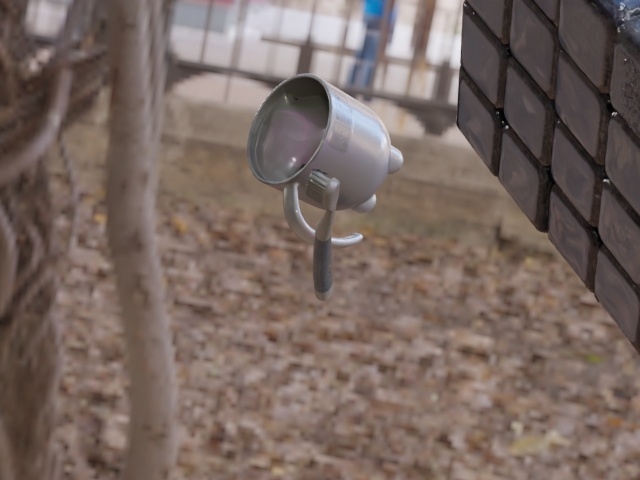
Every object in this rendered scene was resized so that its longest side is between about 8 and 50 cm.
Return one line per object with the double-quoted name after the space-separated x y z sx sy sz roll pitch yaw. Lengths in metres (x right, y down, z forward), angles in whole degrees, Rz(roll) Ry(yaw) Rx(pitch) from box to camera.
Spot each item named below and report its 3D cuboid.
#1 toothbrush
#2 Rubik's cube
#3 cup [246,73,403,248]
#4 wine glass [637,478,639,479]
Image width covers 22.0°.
0.000 0.000 1.350 0.025 0.019 0.275 28 -17 9 "toothbrush"
0.341 -0.166 1.439 0.344 0.344 0.337 -21 51 -13 "Rubik's cube"
0.017 -0.088 1.875 0.142 0.134 0.173 27 28 -40 "cup"
0.320 0.295 1.217 0.143 0.143 0.321 9 33 -11 "wine glass"
